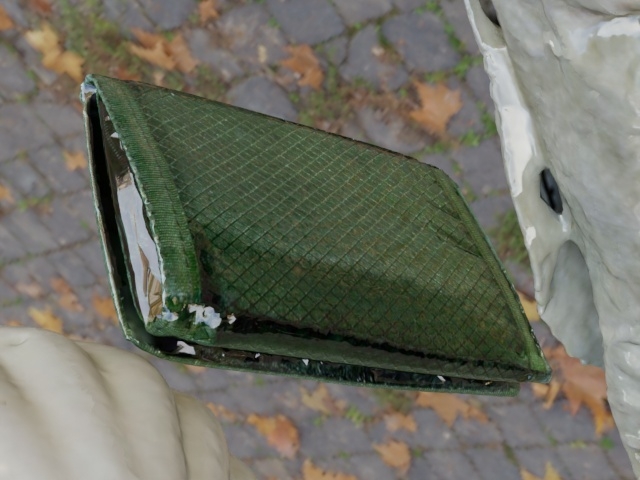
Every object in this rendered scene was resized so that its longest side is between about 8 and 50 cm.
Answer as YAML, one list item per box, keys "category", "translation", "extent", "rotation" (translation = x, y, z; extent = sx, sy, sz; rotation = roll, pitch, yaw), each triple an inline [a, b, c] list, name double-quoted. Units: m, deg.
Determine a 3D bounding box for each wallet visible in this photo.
- category: "wallet"
  translation: [-0.001, 0.002, 0.618]
  extent: [0.236, 0.160, 0.055]
  rotation: [13, 134, -37]

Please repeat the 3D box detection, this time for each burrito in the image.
- category: "burrito"
  translation: [0.113, -0.032, 0.399]
  extent: [0.117, 0.076, 0.392]
  rotation: [-5, 123, 25]

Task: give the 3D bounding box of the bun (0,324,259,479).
- category: "bun"
  translation: [-0.088, 0.157, 0.433]
  extent: [0.175, 0.263, 0.263]
  rotation: [-6, 127, 46]
